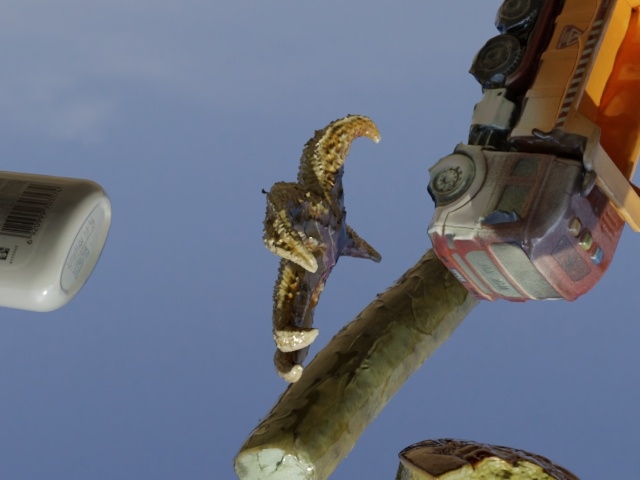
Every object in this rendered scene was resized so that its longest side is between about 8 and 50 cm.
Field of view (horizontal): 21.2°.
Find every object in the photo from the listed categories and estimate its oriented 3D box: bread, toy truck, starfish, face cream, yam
[{"bbox_3d":[0.120,0.186,1.233,0.156,0.086,0.125,13,-174,-13],"label":"bread"},{"bbox_3d":[0.179,-0.087,1.225,0.135,0.114,0.270,2,-121,41],"label":"toy truck"},{"bbox_3d":[-0.002,-0.001,1.362,0.071,0.216,0.238,14,-111,12],"label":"starfish"},{"bbox_3d":[-0.341,-0.008,1.583,0.291,0.071,0.144,6,-127,22],"label":"face cream"},{"bbox_3d":[0.052,0.097,1.500,0.083,0.083,0.371,12,-142,30],"label":"yam"}]
